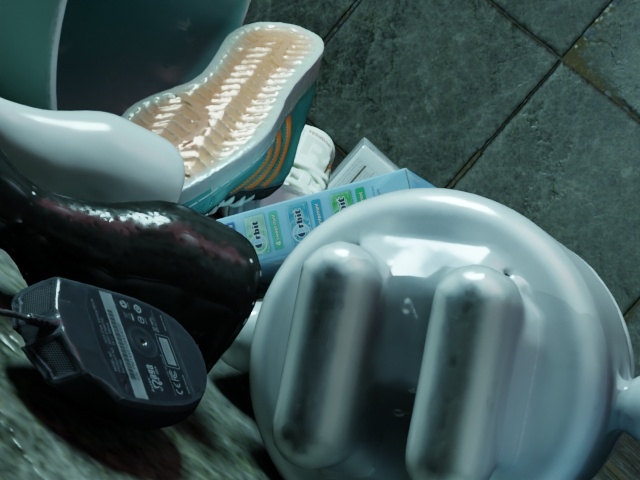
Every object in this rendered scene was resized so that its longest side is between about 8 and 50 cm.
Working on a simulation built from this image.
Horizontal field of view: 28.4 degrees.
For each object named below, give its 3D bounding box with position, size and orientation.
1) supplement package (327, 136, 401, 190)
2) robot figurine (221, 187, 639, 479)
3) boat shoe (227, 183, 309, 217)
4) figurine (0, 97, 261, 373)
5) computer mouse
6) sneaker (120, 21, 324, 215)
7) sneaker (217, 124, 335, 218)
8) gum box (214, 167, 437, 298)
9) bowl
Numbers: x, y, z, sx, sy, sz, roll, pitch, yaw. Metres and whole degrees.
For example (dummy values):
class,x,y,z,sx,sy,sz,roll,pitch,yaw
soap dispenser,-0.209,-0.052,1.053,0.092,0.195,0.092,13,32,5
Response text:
class,x,y,z,sx,sy,sz,roll,pitch,yaw
supplement package,0.096,0.015,1.446,0.244,0.139,0.134,41,8,-4
robot figurine,0.083,0.080,0.776,0.300,0.199,0.353,13,-1,20
boat shoe,0.037,0.024,1.141,0.096,0.098,0.277,-16,-41,43
figurine,-0.160,-0.035,0.695,0.209,0.092,0.215,30,11,-35
computer mouse,-0.139,0.042,0.546,0.242,0.041,0.071,25,34,-48
sneaker,-0.077,-0.066,1.006,0.108,0.121,0.302,18,35,16
sneaker,-0.038,-0.060,1.285,0.106,0.123,0.290,40,9,-23
gum box,0.000,0.000,0.926,0.157,0.184,0.041,18,58,-70
bowl,-0.180,-0.212,0.961,0.163,0.311,0.311,23,3,14
